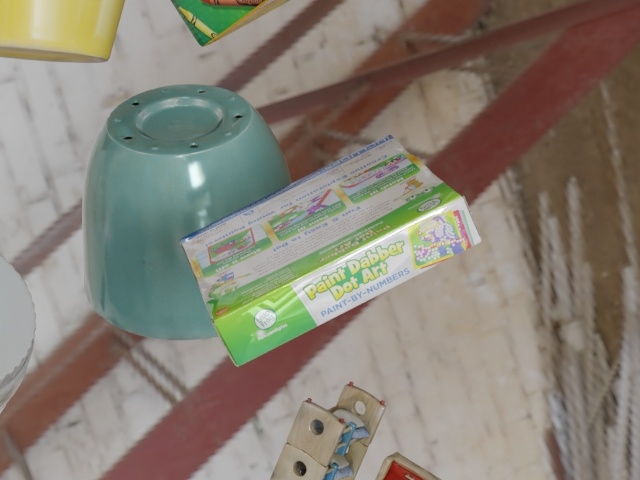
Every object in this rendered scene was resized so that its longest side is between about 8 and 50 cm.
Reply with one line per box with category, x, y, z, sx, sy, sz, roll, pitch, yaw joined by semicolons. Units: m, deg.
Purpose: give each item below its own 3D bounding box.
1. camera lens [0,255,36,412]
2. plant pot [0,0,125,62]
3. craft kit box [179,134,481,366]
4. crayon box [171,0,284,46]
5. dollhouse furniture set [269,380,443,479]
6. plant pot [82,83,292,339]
camera lens;-0.469;0.144;1.660;0.274;0.219;0.219;-48;61;48
plant pot;-0.291;-0.309;1.444;0.254;0.254;0.239;-168;82;-68
craft kit box;0.000;0.000;1.347;0.061;0.250;0.246;64;177;-18
crayon box;0.003;-0.294;1.315;0.165;0.278;0.081;-25;99;53
dollhouse furniture set;0.060;0.290;1.821;0.184;0.129;0.129;29;109;23
plant pot;-0.167;-0.056;1.782;0.293;0.293;0.235;47;147;49
